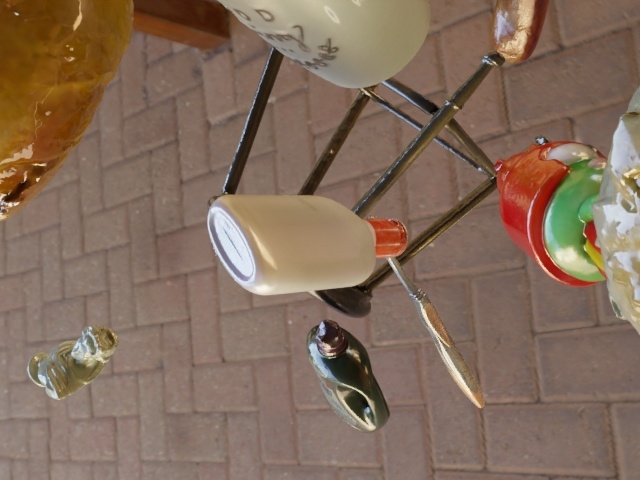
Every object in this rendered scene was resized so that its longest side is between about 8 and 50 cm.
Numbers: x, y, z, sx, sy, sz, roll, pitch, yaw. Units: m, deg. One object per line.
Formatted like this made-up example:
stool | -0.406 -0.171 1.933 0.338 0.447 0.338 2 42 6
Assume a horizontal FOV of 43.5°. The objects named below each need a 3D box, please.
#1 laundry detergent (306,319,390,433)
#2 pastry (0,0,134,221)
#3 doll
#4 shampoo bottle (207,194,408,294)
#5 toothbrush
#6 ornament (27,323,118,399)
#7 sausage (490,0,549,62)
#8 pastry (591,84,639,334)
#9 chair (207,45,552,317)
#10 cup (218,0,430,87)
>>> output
laundry detergent | 0.038 0.186 1.138 0.078 0.222 0.144 -36 58 -15
pastry | -0.309 -0.166 0.683 0.356 0.164 0.356 -16 62 33
doll | 0.316 -0.034 0.992 0.160 0.182 0.363 -59 27 14
shampoo bottle | 0.000 0.000 0.767 0.108 0.221 0.051 55 127 28
toothbrush | 0.153 0.109 1.111 0.028 0.375 0.037 -44 32 -20
ornament | -0.201 0.098 0.658 0.092 0.068 0.041 -35 106 10
sausage | 0.290 -0.367 1.120 0.076 0.302 0.103 17 71 12
pastry | 0.313 -0.022 0.465 0.329 0.136 0.330 10 121 17
chair | 0.061 -0.124 1.242 0.364 0.362 0.410 38 96 28
cup | -0.027 -0.273 0.771 0.258 0.234 0.186 29 84 36
